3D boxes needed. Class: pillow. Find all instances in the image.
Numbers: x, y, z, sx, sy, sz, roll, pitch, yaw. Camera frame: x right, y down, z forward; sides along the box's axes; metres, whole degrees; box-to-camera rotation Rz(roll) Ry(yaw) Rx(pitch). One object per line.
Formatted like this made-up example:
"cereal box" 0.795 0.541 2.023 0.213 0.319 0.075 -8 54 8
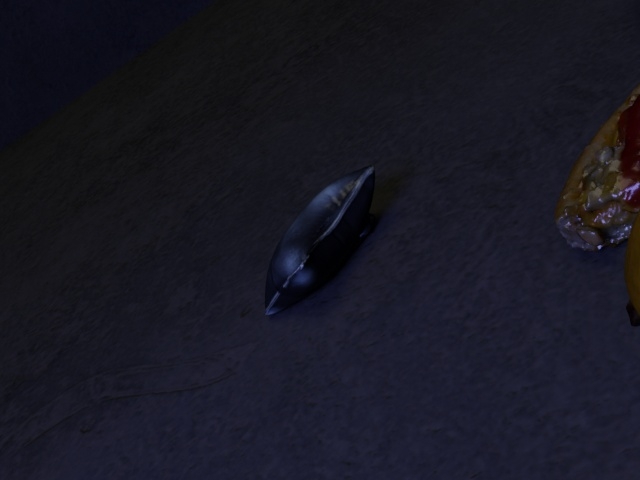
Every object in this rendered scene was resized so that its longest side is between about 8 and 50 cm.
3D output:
"pillow" -0.002 -0.002 0.815 0.091 0.055 0.136 -10 33 50

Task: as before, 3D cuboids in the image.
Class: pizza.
"pizza" 0.243 -0.070 0.597 0.198 0.062 0.188 -3 42 51

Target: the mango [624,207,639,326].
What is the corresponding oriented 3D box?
"mango" 0.242 -0.029 0.450 0.227 0.109 0.147 -32 -10 -10
